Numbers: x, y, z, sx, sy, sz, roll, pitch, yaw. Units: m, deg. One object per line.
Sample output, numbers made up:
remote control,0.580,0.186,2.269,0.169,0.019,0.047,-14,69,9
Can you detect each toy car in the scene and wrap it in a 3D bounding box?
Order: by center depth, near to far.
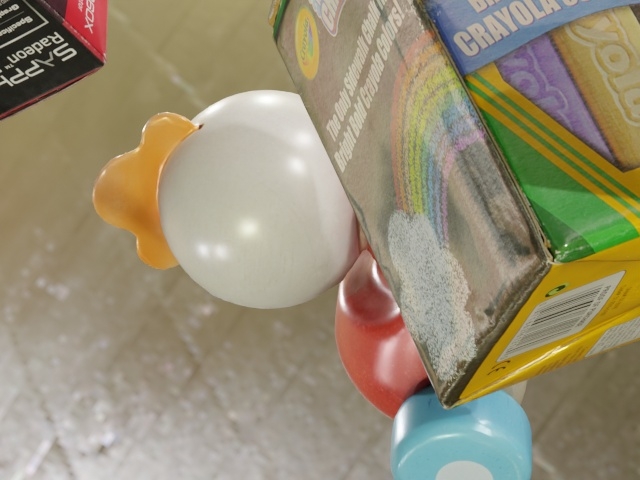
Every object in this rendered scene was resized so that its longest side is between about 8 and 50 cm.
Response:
toy car,0.000,0.000,1.039,0.219,0.238,0.210,-83,0,-51

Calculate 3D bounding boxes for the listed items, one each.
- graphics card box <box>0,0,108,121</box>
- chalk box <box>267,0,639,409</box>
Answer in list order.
graphics card box,-0.235,-0.248,0.919,0.094,0.371,0.232,-22,48,25
chalk box,0.071,-0.075,0.683,0.132,0.132,0.213,114,136,-63
